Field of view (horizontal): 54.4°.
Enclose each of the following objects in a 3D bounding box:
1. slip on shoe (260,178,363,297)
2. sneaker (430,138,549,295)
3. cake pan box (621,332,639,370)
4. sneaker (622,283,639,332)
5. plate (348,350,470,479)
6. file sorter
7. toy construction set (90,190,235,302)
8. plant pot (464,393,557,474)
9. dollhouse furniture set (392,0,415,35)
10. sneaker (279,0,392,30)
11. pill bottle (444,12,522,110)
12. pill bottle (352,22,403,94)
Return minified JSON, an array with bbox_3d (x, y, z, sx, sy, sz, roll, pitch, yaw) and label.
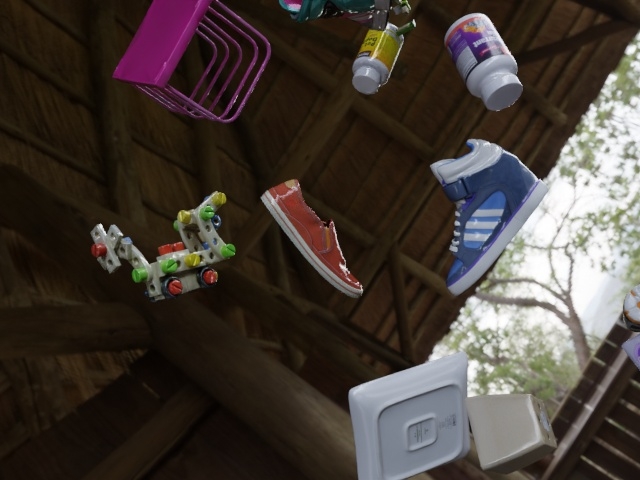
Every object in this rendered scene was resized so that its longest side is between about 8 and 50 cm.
[{"bbox_3d":[0.000,0.000,1.425,0.101,0.331,0.123,-38,14,0],"label":"slip on shoe"},{"bbox_3d":[0.317,-0.065,1.385,0.323,0.236,0.130,-54,-9,18],"label":"sneaker"},{"bbox_3d":[0.557,0.079,0.809,0.245,0.070,0.267,-5,-33,-38],"label":"cake pan box"},{"bbox_3d":[0.589,0.084,1.030,0.214,0.084,0.083,-24,-34,-3],"label":"sneaker"},{"bbox_3d":[0.203,0.394,1.311,0.277,0.045,0.278,-14,-67,-17],"label":"plate"},{"bbox_3d":[-0.262,-0.366,1.274,0.182,0.290,0.202,30,-93,-36],"label":"file sorter"},{"bbox_3d":[-0.329,0.018,1.380,0.327,0.151,0.215,-16,-90,-38],"label":"toy construction set"},{"bbox_3d":[0.297,0.289,0.954,0.096,0.109,0.109,-26,-34,27],"label":"plant pot"},{"bbox_3d":[0.223,-0.688,1.838,0.152,0.058,0.076,54,-148,-30],"label":"dollhouse furniture set"},{"bbox_3d":[0.026,-0.398,0.991,0.295,0.178,0.124,-70,-13,-80],"label":"sneaker"},{"bbox_3d":[0.342,-0.369,1.299,0.108,0.194,0.108,-15,-28,-8],"label":"pill bottle"},{"bbox_3d":[0.170,-0.554,1.906,0.117,0.117,0.215,75,-147,-60],"label":"pill bottle"}]
